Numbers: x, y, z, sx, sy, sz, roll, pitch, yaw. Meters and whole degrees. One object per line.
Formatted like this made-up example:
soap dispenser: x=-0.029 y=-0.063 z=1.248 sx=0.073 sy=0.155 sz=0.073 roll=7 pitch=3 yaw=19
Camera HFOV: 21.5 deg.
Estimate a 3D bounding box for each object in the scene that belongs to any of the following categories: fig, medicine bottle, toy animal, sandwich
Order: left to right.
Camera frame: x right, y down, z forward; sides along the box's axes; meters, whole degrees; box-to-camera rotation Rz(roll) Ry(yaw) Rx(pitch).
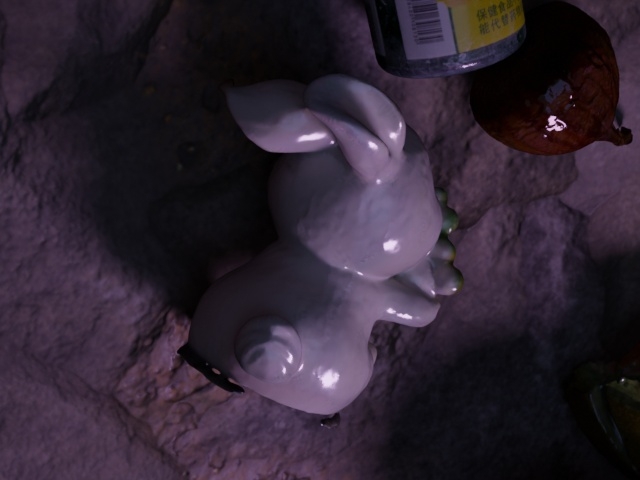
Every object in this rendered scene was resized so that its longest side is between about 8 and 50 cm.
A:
toy animal: x=0.001 y=-0.001 z=1.521 sx=0.247 sy=0.183 sz=0.310 roll=8 pitch=110 yaw=-55
medicine bottle: x=0.090 y=-0.300 z=1.486 sx=0.141 sy=0.141 sz=0.293 roll=-18 pitch=112 yaw=-13
fig: x=0.239 y=-0.123 z=1.607 sx=0.146 sy=0.134 sz=0.201 roll=-42 pitch=124 yaw=8
sandwich: x=0.361 y=0.169 z=1.758 sx=0.160 sy=0.109 sz=0.185 roll=-45 pitch=115 yaw=-23
